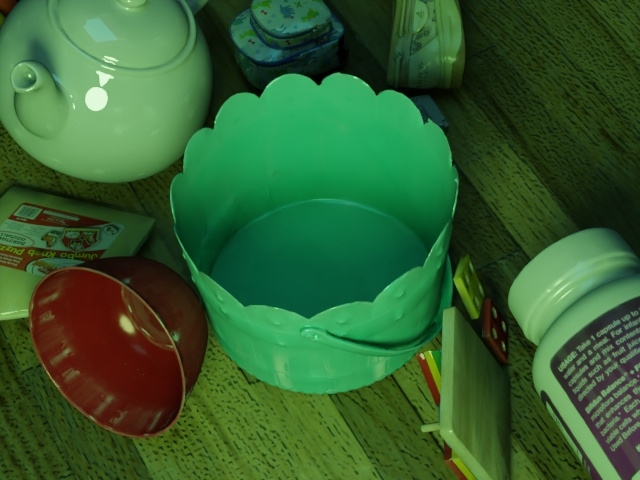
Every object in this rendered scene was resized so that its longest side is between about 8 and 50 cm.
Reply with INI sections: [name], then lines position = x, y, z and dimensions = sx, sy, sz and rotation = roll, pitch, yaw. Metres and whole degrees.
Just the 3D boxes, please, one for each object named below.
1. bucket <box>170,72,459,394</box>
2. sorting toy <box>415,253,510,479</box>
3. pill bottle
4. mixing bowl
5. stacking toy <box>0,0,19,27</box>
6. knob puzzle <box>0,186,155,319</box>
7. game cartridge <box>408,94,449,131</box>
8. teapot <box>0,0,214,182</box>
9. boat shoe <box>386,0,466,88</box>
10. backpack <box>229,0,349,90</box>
[bucket]
position = 0.000, 0.000, 1.427
dimensions = 0.281, 0.183, 0.281
rotation = -2, 55, 3
[sorting toy]
position = 0.127, 0.144, 1.355
dimensions = 0.046, 0.132, 0.274
rotation = -14, 48, 24
[pill bottle]
position = 0.292, 0.137, 1.316
dimensions = 0.169, 0.169, 0.301
rotation = -23, 57, -12
[mixing bowl]
position = -0.174, 0.083, 1.404
dimensions = 0.181, 0.181, 0.098
rotation = 25, 38, 20
[stacking toy]
position = -0.394, -0.212, 1.644
dimensions = 0.141, 0.141, 0.330
rotation = 5, 51, 8
[knob puzzle]
position = -0.282, 0.025, 1.504
dimensions = 0.213, 0.030, 0.213
rotation = 0, 37, 0
[game cartridge]
position = 0.090, -0.126, 1.612
dimensions = 0.083, 0.017, 0.056
rotation = -22, 60, -11
[teapot]
position = -0.211, -0.199, 1.545
dimensions = 0.252, 0.187, 0.256
rotation = 4, 52, -22
[boat shoe]
position = 0.100, -0.292, 1.674
dimensions = 0.089, 0.104, 0.285
rotation = -6, 55, -3
[backpack]
position = -0.041, -0.228, 1.652
dimensions = 0.114, 0.084, 0.105
rotation = -27, 55, -11
